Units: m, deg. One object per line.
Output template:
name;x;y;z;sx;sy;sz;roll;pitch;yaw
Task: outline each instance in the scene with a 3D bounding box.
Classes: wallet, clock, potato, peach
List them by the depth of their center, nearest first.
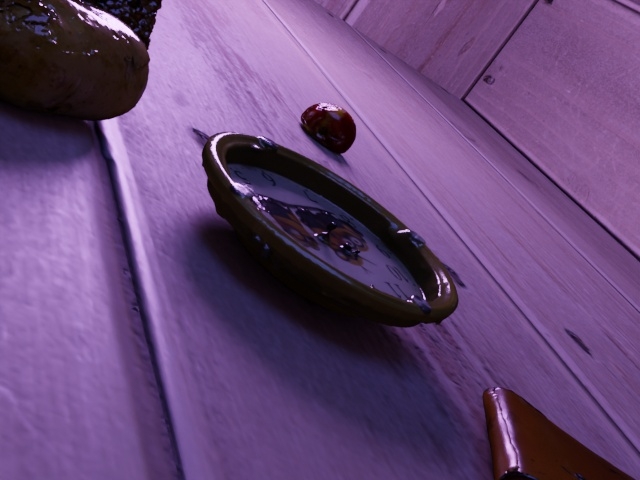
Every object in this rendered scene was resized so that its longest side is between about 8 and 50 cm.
wallet;0.194;0.188;0.654;0.195;0.042;0.161;34;11;-1
potato;-0.193;-0.138;0.694;0.107;0.080;0.170;57;20;20
clock;0.000;0.000;0.749;0.237;0.057;0.237;32;17;-11
peach;0.015;-0.152;1.243;0.077;0.050;0.083;38;11;0

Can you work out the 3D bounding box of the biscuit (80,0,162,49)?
biscuit;-0.206;-0.316;0.992;0.131;0.230;0.025;25;-23;-36
